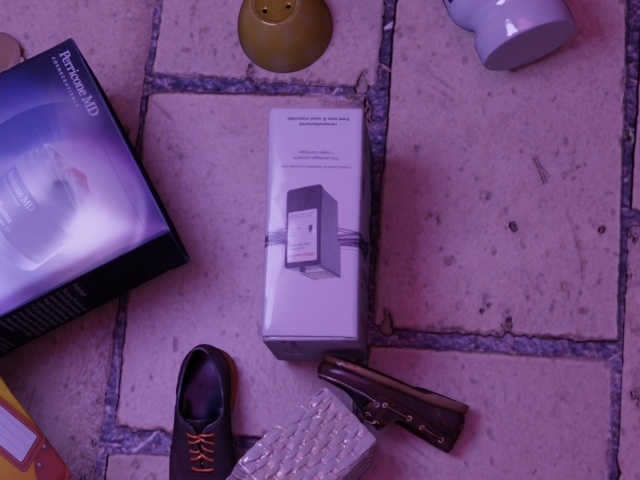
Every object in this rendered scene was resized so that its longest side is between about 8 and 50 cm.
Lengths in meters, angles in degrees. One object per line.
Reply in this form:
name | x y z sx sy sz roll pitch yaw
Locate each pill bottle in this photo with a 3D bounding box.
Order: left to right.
pill bottle | 0.225 -0.378 1.737 0.162 0.162 0.278 -22 76 2

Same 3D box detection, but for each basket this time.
basket | -0.021 0.278 1.622 0.167 0.103 0.113 -39 76 -23

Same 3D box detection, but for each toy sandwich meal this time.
toy sandwich meal | -0.458 -0.258 1.861 0.086 0.029 0.085 -3 76 11

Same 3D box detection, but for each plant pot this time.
plant pot | -0.055 -0.309 1.788 0.134 0.095 0.134 -2 76 7

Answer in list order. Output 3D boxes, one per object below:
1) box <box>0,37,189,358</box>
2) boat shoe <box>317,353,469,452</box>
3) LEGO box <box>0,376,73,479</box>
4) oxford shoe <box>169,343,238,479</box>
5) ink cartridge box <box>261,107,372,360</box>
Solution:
box | -0.370 -0.051 1.674 0.294 0.183 0.296 -28 76 -6
boat shoe | 0.087 0.206 1.638 0.207 0.073 0.073 23 87 -11
LEGO box | -0.596 0.193 1.547 0.372 0.193 0.500 -36 91 33
oxford shoe | -0.156 0.266 1.668 0.097 0.098 0.271 -5 77 5
ink cartridge box | 0.000 0.000 1.654 0.122 0.211 0.289 1 78 5
